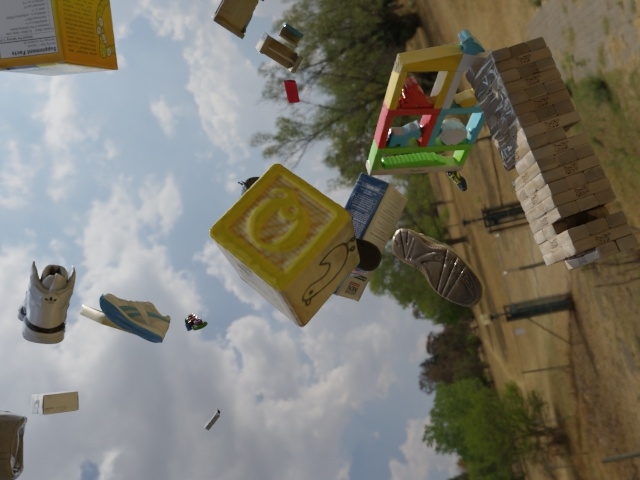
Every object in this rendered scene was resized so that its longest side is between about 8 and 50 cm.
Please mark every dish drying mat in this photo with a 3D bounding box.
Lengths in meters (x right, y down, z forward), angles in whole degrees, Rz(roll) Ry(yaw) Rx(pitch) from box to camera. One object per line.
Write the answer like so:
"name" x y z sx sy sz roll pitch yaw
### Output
"dish drying mat" -0.074 -0.384 1.444 0.083 0.032 0.008 77 -162 -64

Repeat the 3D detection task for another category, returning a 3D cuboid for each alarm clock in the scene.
"alarm clock" -0.190 -0.169 1.957 0.129 0.191 0.064 -106 30 -50

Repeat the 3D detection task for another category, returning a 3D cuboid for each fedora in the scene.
"fedora" -0.734 0.465 1.262 0.275 0.124 0.244 148 122 -62

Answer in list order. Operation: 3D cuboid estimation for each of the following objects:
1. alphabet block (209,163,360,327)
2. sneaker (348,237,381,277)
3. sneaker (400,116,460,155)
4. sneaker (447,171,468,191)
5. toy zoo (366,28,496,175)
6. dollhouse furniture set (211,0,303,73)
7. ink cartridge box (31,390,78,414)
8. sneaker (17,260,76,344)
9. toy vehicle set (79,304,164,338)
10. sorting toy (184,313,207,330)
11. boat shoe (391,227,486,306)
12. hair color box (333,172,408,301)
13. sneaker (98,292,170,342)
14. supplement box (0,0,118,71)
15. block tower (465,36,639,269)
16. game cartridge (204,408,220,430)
"alphabet block" -0.059 0.012 1.049 0.193 0.192 0.197 34 165 23
"sneaker" 0.000 0.001 1.294 0.090 0.270 0.145 -63 9 -19
"sneaker" 0.310 -0.270 1.567 0.064 0.192 0.086 43 -150 -47
"sneaker" 0.330 -0.155 1.373 0.035 0.031 0.083 -12 -111 -38
"toy zoo" 0.199 -0.225 0.952 0.293 0.192 0.030 102 159 -52
"dollhouse furniture set" -0.106 -0.450 1.125 0.183 0.129 0.129 27 -163 -23
"ink cartridge box" -0.779 0.475 1.643 0.099 0.135 0.056 5 -105 -40
"sneaker" -0.819 0.162 1.689 0.365 0.137 0.211 20 97 60
"toy vehicle set" -0.716 0.305 2.035 0.266 0.165 0.035 33 -108 -47
"sorting toy" -0.409 0.260 1.808 0.061 0.101 0.042 -27 -74 -33
"boat shoe" 0.305 0.060 1.390 0.098 0.302 0.109 5 -68 -39
"hair color box" 0.115 -0.005 1.644 0.174 0.105 0.348 25 -89 -60
"sneaker" -0.575 0.225 1.734 0.228 0.087 0.092 35 -134 -15
"supplement box" -0.620 -0.572 1.282 0.195 0.194 0.357 -36 -55 -70
"block tower" 0.322 -0.126 0.802 0.097 0.090 0.336 107 144 -76
"game cartridge" -0.297 0.493 1.538 0.017 0.056 0.083 43 169 -1
